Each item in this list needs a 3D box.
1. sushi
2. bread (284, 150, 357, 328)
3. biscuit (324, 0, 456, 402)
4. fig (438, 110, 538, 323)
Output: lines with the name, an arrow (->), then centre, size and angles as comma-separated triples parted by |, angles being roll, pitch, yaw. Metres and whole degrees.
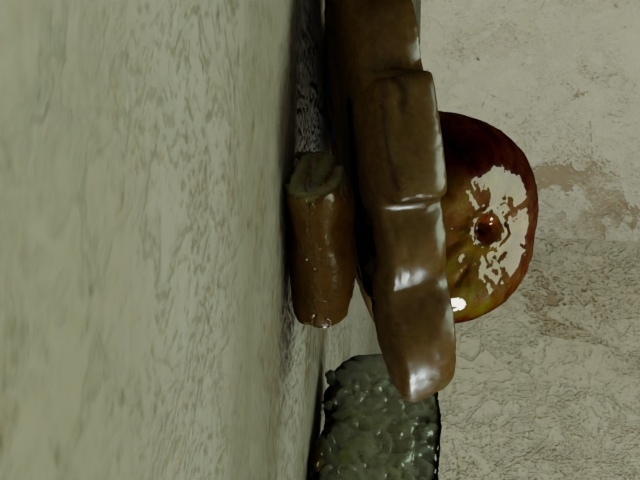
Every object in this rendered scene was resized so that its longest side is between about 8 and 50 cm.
sushi -> 0.038, 0.154, 0.937 | 0.078, 0.090, 0.150 | 93, 1, -47
bread -> 0.000, 0.000, 0.721 | 0.047, 0.036, 0.083 | -80, 168, -58
biscuit -> 0.029, -0.051, 0.811 | 0.301, 0.043, 0.278 | 176, -94, -87
fig -> 0.076, -0.034, 1.067 | 0.148, 0.202, 0.149 | -34, 151, -35
